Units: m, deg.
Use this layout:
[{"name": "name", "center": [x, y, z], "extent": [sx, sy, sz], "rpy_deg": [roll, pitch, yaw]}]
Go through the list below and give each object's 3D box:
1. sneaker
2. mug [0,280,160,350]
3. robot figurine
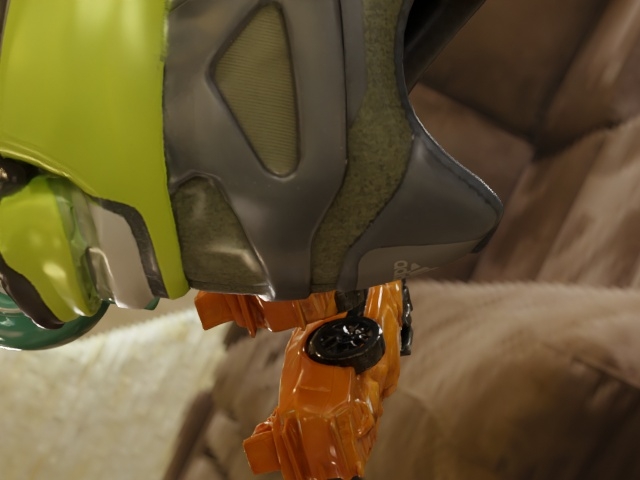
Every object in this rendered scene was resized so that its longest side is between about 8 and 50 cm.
[{"name": "sneaker", "center": [0.000, -0.117, 0.447], "extent": [0.111, 0.121, 0.300], "rpy_deg": [87, -170, -75]}, {"name": "mug", "center": [-0.217, 0.017, 1.358], "extent": [0.157, 0.129, 0.097], "rpy_deg": [-21, -5, 1]}, {"name": "robot figurine", "center": [0.000, 0.000, 1.049], "extent": [0.291, 0.085, 0.211], "rpy_deg": [-77, -25, -58]}]
